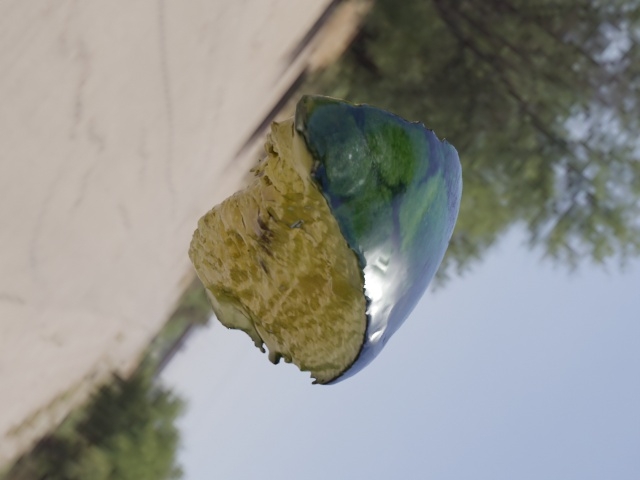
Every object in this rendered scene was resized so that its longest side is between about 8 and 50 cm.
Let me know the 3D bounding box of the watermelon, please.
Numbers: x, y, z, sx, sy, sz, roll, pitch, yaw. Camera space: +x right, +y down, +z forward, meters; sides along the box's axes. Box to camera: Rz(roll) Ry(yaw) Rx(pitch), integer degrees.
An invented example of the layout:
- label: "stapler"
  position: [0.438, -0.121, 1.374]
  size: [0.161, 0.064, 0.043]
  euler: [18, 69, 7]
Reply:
- label: "watermelon"
  position: [0.000, 0.000, 0.902]
  size: [0.123, 0.129, 0.301]
  euler: [-56, -174, -21]
